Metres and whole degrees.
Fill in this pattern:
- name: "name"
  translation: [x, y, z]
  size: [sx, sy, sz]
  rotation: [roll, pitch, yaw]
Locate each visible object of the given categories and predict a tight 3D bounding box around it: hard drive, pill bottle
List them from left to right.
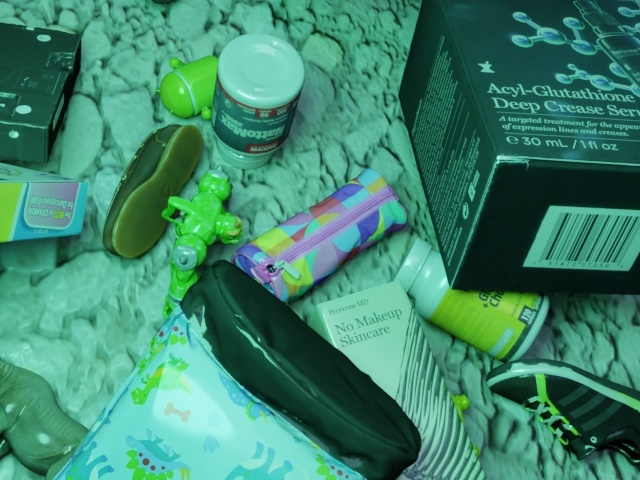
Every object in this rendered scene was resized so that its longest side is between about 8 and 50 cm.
- name: "hard drive"
  translation: [-0.487, -0.202, 1.135]
  size: [0.339, 0.064, 0.237]
  rotation: [7, 39, -9]
- name: "pill bottle"
  translation: [-0.086, -0.171, 1.179]
  size: [0.108, 0.180, 0.108]
  rotation: [5, 63, -9]
- name: "pill bottle"
  translation: [0.185, 0.071, 1.156]
  size: [0.184, 0.103, 0.103]
  rotation: [29, 61, 3]

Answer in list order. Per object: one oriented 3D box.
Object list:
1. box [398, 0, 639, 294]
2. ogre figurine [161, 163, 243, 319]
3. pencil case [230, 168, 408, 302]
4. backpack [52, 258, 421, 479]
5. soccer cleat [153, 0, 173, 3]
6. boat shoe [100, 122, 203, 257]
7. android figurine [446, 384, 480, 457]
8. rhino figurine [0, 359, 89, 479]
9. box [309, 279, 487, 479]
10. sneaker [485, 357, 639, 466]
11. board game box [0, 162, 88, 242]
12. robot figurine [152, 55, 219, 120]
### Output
- name: "box"
  translation: [0.288, -0.143, 1.164]
  size: [0.294, 0.212, 0.395]
  rotation: [2, 44, -10]
- name: "ogre figurine"
  translation: [-0.148, -0.007, 1.118]
  size: [0.097, 0.118, 0.197]
  rotation: [35, 63, 7]
- name: "pencil case"
  translation: [0.000, 0.000, 1.158]
  size: [0.236, 0.104, 0.104]
  rotation: [-35, 75, -26]
- name: "backpack"
  translation: [-0.122, 0.245, 0.880]
  size: [0.290, 0.273, 0.355]
  rotation: [43, 104, 3]
- name: "soccer cleat"
  translation: [-0.228, -0.478, 1.363]
  size: [0.116, 0.108, 0.318]
  rotation: [6, 62, 14]
- name: "boat shoe"
  translation: [-0.223, -0.064, 1.166]
  size: [0.073, 0.073, 0.207]
  rotation: [3, 51, 33]
- name: "android figurine"
  translation: [0.054, 0.230, 1.075]
  size: [0.273, 0.056, 0.248]
  rotation: [-4, 64, -13]
- name: "rhino figurine"
  translation: [-0.333, 0.200, 1.001]
  size: [0.106, 0.073, 0.243]
  rotation: [-40, 76, -22]
- name: "box"
  translation: [0.084, 0.192, 1.015]
  size: [0.113, 0.094, 0.275]
  rotation: [-17, 68, -16]
- name: "sneaker"
  translation: [0.315, 0.216, 1.120]
  size: [0.235, 0.084, 0.097]
  rotation: [16, 63, -3]
- name: "board game box"
  translation: [-0.436, -0.050, 0.949]
  size: [0.242, 0.316, 0.064]
  rotation: [12, 98, 21]
- name: "robot figurine"
  translation: [-0.167, -0.209, 1.246]
  size: [0.115, 0.067, 0.101]
  rotation: [-29, 81, -23]
